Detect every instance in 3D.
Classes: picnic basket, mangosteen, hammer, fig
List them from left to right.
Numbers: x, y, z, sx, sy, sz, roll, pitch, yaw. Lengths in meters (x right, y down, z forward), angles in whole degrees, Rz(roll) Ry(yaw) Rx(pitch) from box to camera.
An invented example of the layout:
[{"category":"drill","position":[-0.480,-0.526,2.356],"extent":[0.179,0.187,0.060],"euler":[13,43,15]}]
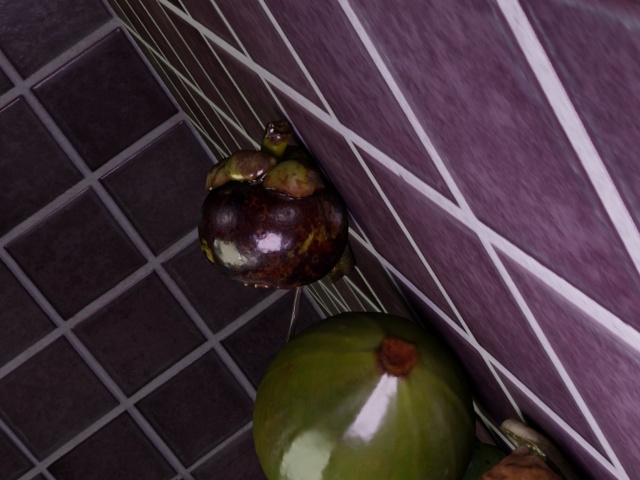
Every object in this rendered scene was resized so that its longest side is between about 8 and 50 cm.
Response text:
[{"category":"mangosteen","position":[-0.059,-0.046,1.616],"extent":[0.192,0.192,0.217],"euler":[-145,58,-76]},{"category":"hammer","position":[-0.030,0.069,1.750],"extent":[0.029,0.292,0.058],"euler":[9,-173,-13]},{"category":"picnic basket","position":[0.000,0.000,1.962],"extent":[0.110,0.055,0.193],"euler":[52,173,19]},{"category":"fig","position":[0.065,0.217,1.634],"extent":[0.316,0.316,0.316],"euler":[53,175,6]}]

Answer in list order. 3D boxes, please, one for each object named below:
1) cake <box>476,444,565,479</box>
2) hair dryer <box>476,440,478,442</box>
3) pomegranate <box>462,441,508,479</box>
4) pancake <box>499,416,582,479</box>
[{"category":"cake","position":[0.227,0.408,1.305],"extent":[0.282,0.256,0.290],"euler":[42,172,34]},{"category":"hair dryer","position":[0.295,0.444,2.134],"extent":[0.197,0.089,0.251],"euler":[51,-179,30]},{"category":"pomegranate","position":[0.201,0.348,1.848],"extent":[0.181,0.181,0.224],"euler":[61,-172,-56]},{"category":"pancake","position":[0.256,0.253,1.418],"extent":[0.158,0.028,0.158],"euler":[50,175,6]}]
